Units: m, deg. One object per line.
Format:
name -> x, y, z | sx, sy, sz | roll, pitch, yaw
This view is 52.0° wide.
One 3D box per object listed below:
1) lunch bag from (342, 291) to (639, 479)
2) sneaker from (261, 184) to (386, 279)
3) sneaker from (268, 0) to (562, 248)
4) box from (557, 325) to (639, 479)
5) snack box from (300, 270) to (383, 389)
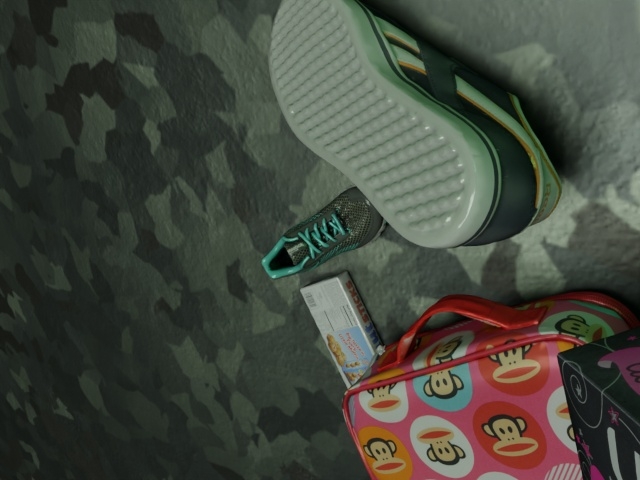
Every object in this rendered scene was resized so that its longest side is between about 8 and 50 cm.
lunch bag -> 0.162, 0.169, 0.597 | 0.293, 0.120, 0.258 | -24, 95, 42
sneaker -> 0.000, 0.000, 0.681 | 0.166, 0.076, 0.065 | -36, 87, 43
sneaker -> 0.066, -0.108, 0.556 | 0.321, 0.127, 0.126 | 57, 133, 37
box -> 0.260, 0.140, 0.339 | 0.247, 0.163, 0.142 | -118, 11, -74
snack box -> 0.041, 0.125, 0.745 | 0.064, 0.022, 0.178 | -21, 96, 42
